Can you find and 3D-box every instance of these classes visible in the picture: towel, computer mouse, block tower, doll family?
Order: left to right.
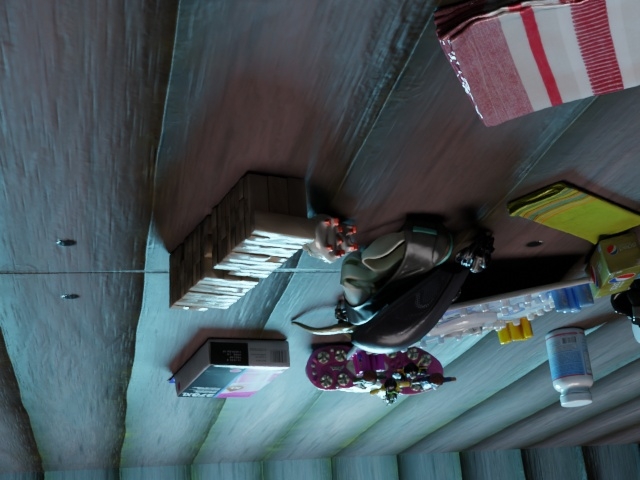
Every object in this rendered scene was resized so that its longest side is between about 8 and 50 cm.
[{"bbox_3d":[-0.121,0.009,1.399,0.091,0.097,0.335,6,158,-27],"label":"block tower"},{"bbox_3d":[0.161,0.270,1.884,0.193,0.076,0.111,-16,162,-6],"label":"doll family"},{"bbox_3d":[0.169,0.098,1.516,0.272,0.072,0.188,-38,173,12],"label":"computer mouse"},{"bbox_3d":[0.392,-0.038,1.486,0.237,0.021,0.102,15,152,-41],"label":"towel"},{"bbox_3d":[0.302,-0.208,1.009,0.329,0.037,0.237,-13,158,19],"label":"towel"}]

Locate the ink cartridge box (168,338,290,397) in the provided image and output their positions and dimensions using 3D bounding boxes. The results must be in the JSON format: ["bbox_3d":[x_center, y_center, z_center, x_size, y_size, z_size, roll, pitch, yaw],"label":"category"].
[{"bbox_3d":[-0.209,0.293,2.155,0.175,0.069,0.371,4,160,-21],"label":"ink cartridge box"}]

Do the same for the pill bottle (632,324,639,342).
[{"bbox_3d":[0.728,0.165,1.966,0.184,0.103,0.103,-3,159,-6],"label":"pill bottle"}]

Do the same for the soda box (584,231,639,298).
[{"bbox_3d":[0.491,0.044,1.640,0.061,0.058,0.181,-15,163,3],"label":"soda box"}]

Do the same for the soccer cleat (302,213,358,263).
[{"bbox_3d":[0.000,0.000,1.390,0.076,0.068,0.196,-4,178,13],"label":"soccer cleat"}]

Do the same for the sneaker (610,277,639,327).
[{"bbox_3d":[0.611,0.118,1.685,0.146,0.102,0.293,-4,-177,-20],"label":"sneaker"}]

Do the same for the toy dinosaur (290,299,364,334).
[{"bbox_3d":[0.076,0.155,1.862,0.268,0.064,0.118,-1,165,0],"label":"toy dinosaur"}]

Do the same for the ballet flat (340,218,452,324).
[{"bbox_3d":[0.092,0.042,1.545,0.096,0.095,0.280,18,140,-25],"label":"ballet flat"}]

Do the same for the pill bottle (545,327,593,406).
[{"bbox_3d":[0.544,0.277,2.133,0.087,0.160,0.087,-4,159,-2],"label":"pill bottle"}]

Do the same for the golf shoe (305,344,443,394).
[{"bbox_3d":[0.113,0.281,2.151,0.306,0.115,0.140,6,168,-9],"label":"golf shoe"}]

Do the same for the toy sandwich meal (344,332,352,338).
[{"bbox_3d":[0.071,0.184,1.950,0.085,0.029,0.085,35,178,1],"label":"toy sandwich meal"}]

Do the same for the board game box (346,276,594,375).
[{"bbox_3d":[0.262,0.168,1.813,0.389,0.050,0.390,-11,167,-9],"label":"board game box"}]
